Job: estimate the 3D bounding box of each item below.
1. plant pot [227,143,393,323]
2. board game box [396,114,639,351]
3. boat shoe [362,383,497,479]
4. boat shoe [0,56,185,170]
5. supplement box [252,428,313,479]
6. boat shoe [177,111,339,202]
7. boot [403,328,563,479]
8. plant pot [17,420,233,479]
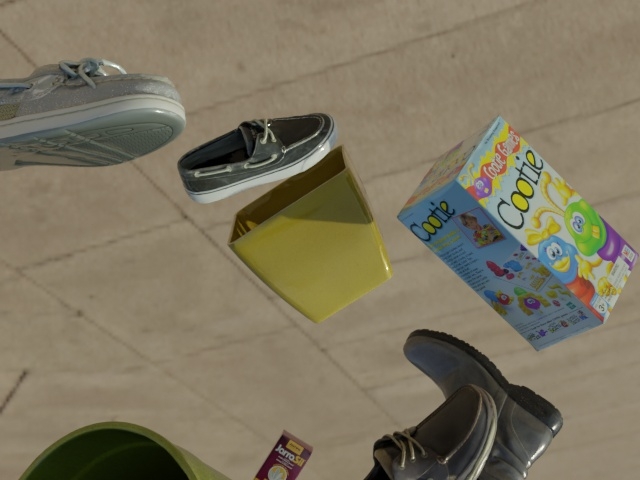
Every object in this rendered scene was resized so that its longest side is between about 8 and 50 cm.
[{"bbox_3d":[0.000,0.000,1.758,0.212,0.187,0.212,-32,-167,7],"label":"plant pot"},{"bbox_3d":[0.267,-0.007,1.534,0.275,0.142,0.144,43,145,-9],"label":"board game box"},{"bbox_3d":[0.149,0.377,1.839,0.130,0.132,0.355,38,87,-30],"label":"boat shoe"},{"bbox_3d":[-0.258,-0.122,1.016,0.320,0.103,0.118,-3,172,35],"label":"boat shoe"},{"bbox_3d":[-0.054,0.329,1.667,0.055,0.083,0.043,32,-178,1],"label":"supplement box"},{"bbox_3d":[-0.080,-0.119,1.477,0.219,0.078,0.070,-25,143,-6],"label":"boat shoe"},{"bbox_3d":[0.250,0.320,2.050,0.223,0.338,0.118,-48,157,-26],"label":"boot"},{"bbox_3d":[-0.179,0.447,1.468,0.366,0.367,0.353,-23,151,25],"label":"plant pot"}]
